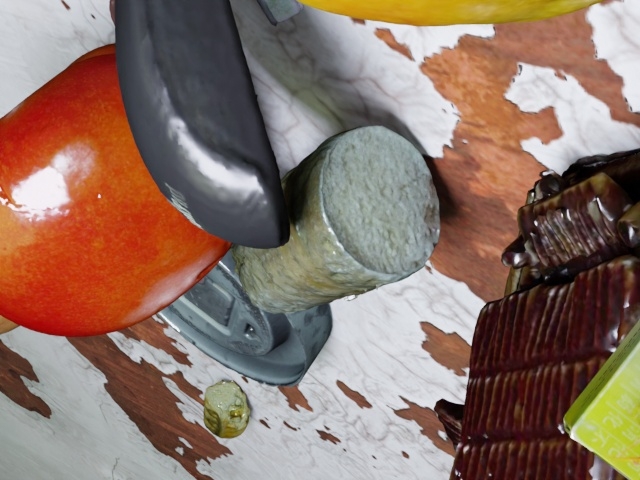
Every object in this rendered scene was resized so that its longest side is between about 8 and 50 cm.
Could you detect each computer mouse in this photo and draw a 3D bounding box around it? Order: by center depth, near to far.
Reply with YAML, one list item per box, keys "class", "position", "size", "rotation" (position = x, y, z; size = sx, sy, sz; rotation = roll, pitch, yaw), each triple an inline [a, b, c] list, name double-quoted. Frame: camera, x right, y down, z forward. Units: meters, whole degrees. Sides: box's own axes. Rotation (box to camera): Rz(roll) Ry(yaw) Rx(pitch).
- class: "computer mouse"
  position: [-0.098, -0.115, 0.895]
  size: [0.170, 0.100, 0.269]
  rotation: [131, 123, -85]

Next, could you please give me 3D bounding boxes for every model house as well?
- class: "model house"
  position: [0.166, 0.120, 0.848]
  size: [0.297, 0.282, 0.317]
  rotation: [49, 152, -17]

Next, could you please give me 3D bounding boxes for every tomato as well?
- class: "tomato"
  position: [-0.194, -0.044, 1.092]
  size: [0.226, 0.298, 0.298]
  rotation: [49, 153, -13]

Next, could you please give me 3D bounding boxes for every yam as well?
- class: "yam"
  position: [0.000, 0.000, 1.063]
  size: [0.133, 0.133, 0.330]
  rotation: [43, 156, -5]

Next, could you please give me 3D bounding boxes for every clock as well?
- class: "clock"
  position: [-0.123, 0.039, 1.357]
  size: [0.312, 0.061, 0.313]
  rotation: [31, 152, 19]

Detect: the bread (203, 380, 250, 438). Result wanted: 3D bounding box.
- class: "bread"
  position: [-0.132, 0.242, 1.687]
  size: [0.066, 0.060, 0.110]
  rotation: [9, 149, 0]

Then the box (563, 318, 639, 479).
- class: "box"
  position: [0.277, 0.052, 0.634]
  size: [0.175, 0.260, 0.062]
  rotation: [37, -177, 7]

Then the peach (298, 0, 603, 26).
- class: "peach"
  position: [0.059, -0.245, 0.445]
  size: [0.307, 0.308, 0.332]
  rotation: [30, 136, 20]

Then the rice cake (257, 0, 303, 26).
- class: "rice cake"
  position: [-0.065, -0.244, 0.874]
  size: [0.208, 0.033, 0.033]
  rotation: [61, 176, -38]

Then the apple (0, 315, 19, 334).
- class: "apple"
  position: [-0.456, 0.008, 1.597]
  size: [0.253, 0.253, 0.253]
  rotation: [31, 152, 19]
